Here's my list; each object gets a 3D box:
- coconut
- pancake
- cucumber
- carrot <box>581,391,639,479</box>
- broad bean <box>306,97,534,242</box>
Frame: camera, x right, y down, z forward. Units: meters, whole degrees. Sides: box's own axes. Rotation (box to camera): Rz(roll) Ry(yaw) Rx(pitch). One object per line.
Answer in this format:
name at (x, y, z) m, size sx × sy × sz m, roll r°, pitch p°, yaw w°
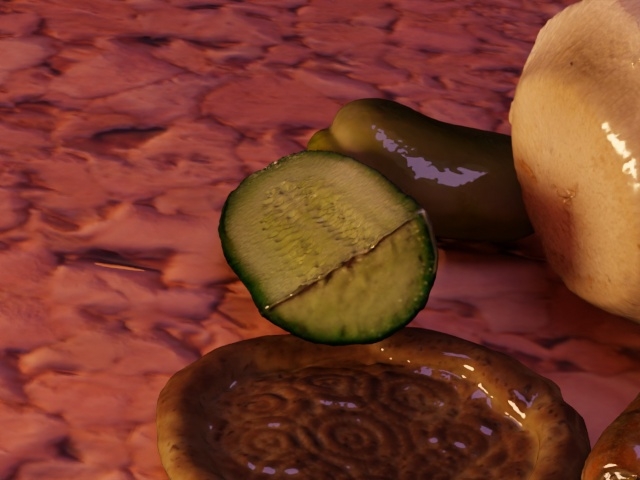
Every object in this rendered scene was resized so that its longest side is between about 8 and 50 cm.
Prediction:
coconut at (0.266, -0.070, 1.156) m, size 0.266 × 0.237 × 0.237 m, roll -15°, pitch 34°, yaw -17°
pancake at (0.025, 0.112, 1.015) m, size 0.250 × 0.031 × 0.250 m, roll 4°, pitch 28°, yaw -2°
cucumber at (0.000, 0.000, 1.153) m, size 0.115 × 0.063 × 0.244 m, roll -34°, pitch 23°, yaw -1°
carrot at (0.254, 0.086, 1.073) m, size 0.070 × 0.070 × 0.342 m, roll 24°, pitch 30°, yaw 31°
broad bean at (0.078, -0.049, 1.266) m, size 0.174 × 0.082 × 0.124 m, roll 11°, pitch 27°, yaw 12°
